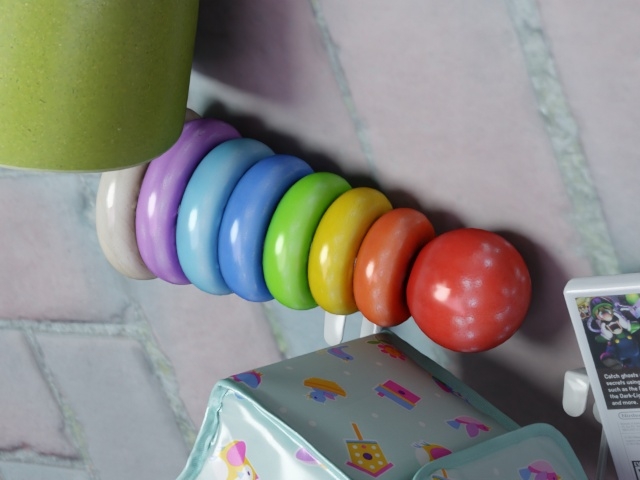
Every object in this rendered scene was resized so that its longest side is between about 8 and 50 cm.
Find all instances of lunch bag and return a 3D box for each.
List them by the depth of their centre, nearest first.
[{"bbox_3d":[0.062,0.191,1.118,0.262,0.223,0.160,34,114,27],"label":"lunch bag"}]

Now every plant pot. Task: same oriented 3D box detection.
[{"bbox_3d":[-0.192,-0.240,1.140,0.275,0.275,0.293,31,120,22],"label":"plant pot"}]

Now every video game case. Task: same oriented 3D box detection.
[{"bbox_3d":[0.273,0.095,1.098,0.190,0.022,0.173,-6,116,31],"label":"video game case"}]

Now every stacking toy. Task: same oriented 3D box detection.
[{"bbox_3d":[0.000,0.000,1.227,0.330,0.141,0.141,17,129,27],"label":"stacking toy"}]

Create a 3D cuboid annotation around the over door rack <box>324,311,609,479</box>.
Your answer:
[{"bbox_3d":[0.128,0.214,1.294,0.240,0.108,0.324,12,112,35],"label":"over door rack"}]
